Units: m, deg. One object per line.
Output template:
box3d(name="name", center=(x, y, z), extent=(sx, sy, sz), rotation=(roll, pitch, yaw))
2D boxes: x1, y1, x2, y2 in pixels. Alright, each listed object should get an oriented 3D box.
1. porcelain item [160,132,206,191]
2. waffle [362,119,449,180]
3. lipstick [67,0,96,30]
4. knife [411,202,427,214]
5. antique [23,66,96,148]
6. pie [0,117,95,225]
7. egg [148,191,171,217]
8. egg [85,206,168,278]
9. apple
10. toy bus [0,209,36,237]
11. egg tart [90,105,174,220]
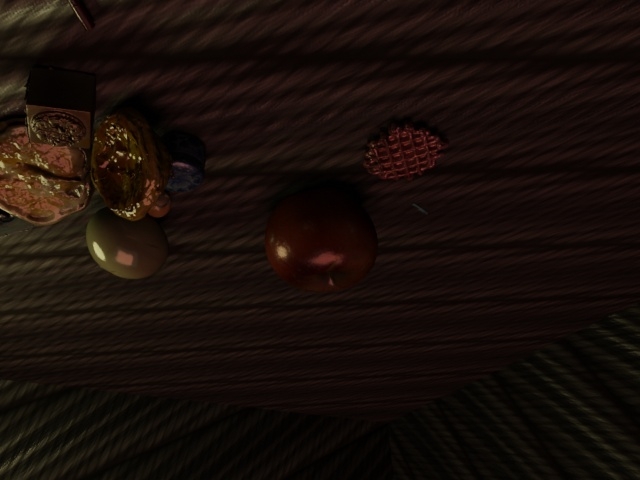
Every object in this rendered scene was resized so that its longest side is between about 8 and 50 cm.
box3d(name="porcelain item", center=(-0.388, -0.209, 1.759), extent=(0.147, 0.114, 0.147), rotation=(-2, 147, -2))
box3d(name="waffle", center=(0.234, -0.245, 1.824), extent=(0.221, 0.055, 0.234), rotation=(15, 144, -27))
box3d(name="lipstick", center=(-0.523, -0.513, 1.336), extent=(0.027, 0.027, 0.176), rotation=(-9, 147, 8))
box3d(name="knife", center=(0.327, -0.103, 2.110), extent=(0.014, 0.005, 0.091), rotation=(-29, 141, 32))
box3d(name="antique", center=(-0.622, -0.310, 1.540), extent=(0.152, 0.147, 0.146), rotation=(4, 150, -17))
box3d(name="pie", center=(-0.771, -0.189, 1.749), extent=(0.339, 0.077, 0.339), rotation=(-7, 132, -7))
box3d(name="egg", center=(-0.494, -0.109, 1.943), extent=(0.080, 0.080, 0.096), rotation=(13, 153, -25))
box3d(name="egg", center=(-0.594, 0.006, 1.985), extent=(0.219, 0.219, 0.269), rotation=(-28, 139, 34))
box3d(name="apple", center=(0.000, 0.000, 1.987), extent=(0.349, 0.276, 0.348), rotation=(-5, 151, -3))
box3d(name="toy bus", center=(-0.979, -0.068, 1.933), extent=(0.317, 0.112, 0.138), rotation=(-13, 151, 16))
box3d(name="egg tart", center=(-0.479, -0.198, 1.651), extent=(0.290, 0.290, 0.115), rotation=(-33, 167, 38))
